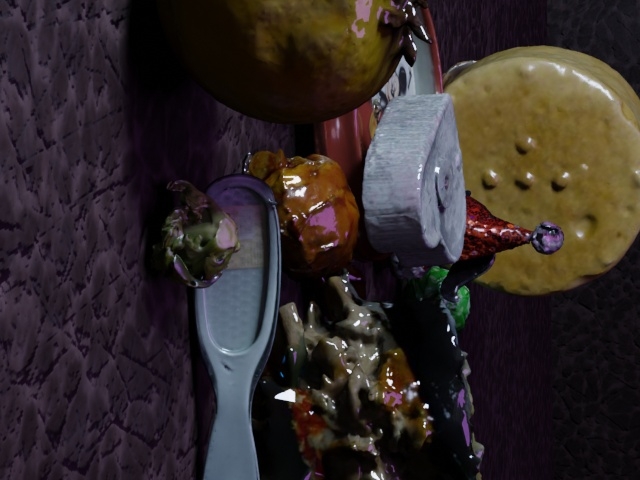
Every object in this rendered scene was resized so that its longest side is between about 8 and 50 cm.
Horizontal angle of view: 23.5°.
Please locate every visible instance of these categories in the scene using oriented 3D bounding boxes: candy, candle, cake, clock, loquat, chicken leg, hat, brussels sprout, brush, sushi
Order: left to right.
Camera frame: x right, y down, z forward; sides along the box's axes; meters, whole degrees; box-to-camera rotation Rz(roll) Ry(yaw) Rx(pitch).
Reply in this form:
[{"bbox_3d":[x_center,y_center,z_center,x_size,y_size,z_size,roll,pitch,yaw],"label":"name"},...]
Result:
[{"bbox_3d":[-0.091,-0.001,1.111,0.085,0.058,0.085,-14,106,-57],"label":"brussels sprout"},{"bbox_3d":[-0.070,0.092,1.209,0.060,0.068,0.297,-128,-140,-78],"label":"brush"},{"bbox_3d":[-0.012,-0.186,1.097,0.213,0.213,0.213,1,90,-75],"label":"loquat"},{"bbox_3d":[0.000,0.000,1.414,0.304,0.093,0.113,59,22,-72],"label":"chicken leg"},{"bbox_3d":[0.032,0.166,1.326,0.225,0.218,0.238,82,-10,-60],"label":"sushi"},{"bbox_3d":[0.051,-0.136,1.593,0.318,0.080,0.319,-1,90,-68],"label":"clock"},{"bbox_3d":[0.094,-0.061,1.502,0.192,0.068,0.169,26,65,-70],"label":"candle"},{"bbox_3d":[0.134,0.086,1.853,0.323,0.097,0.097,-30,121,-83],"label":"candy"},{"bbox_3d":[0.175,-0.017,1.807,0.140,0.227,0.129,-65,153,-45],"label":"hat"},{"bbox_3d":[0.290,-0.106,2.052,0.321,0.332,0.332,-47,136,-72],"label":"cake"}]
